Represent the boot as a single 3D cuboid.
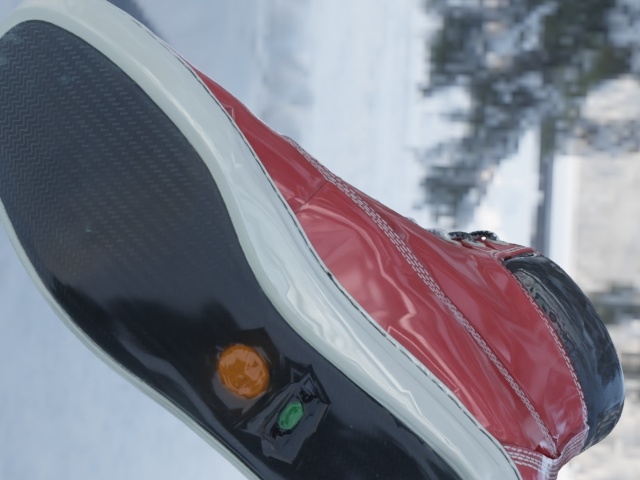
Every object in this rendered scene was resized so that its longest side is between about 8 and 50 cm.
[{"bbox_3d":[0.000,0.000,0.679,0.088,0.244,0.176,-46,175,31],"label":"boot"}]
